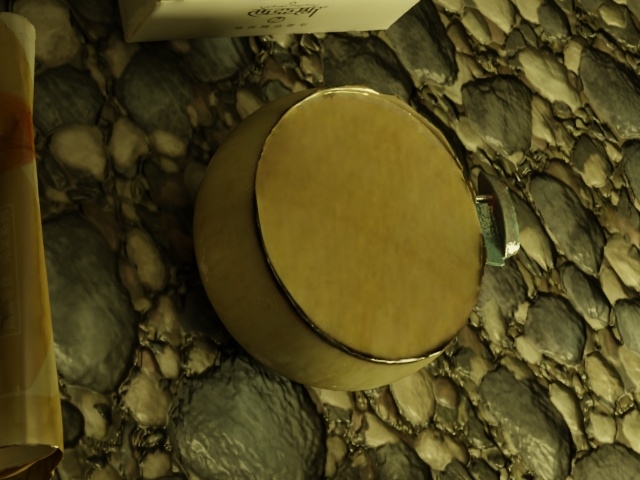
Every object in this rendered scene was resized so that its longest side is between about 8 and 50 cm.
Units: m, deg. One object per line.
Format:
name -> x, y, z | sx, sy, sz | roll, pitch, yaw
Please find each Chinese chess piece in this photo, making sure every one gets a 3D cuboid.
Chinese chess piece -> 0.018, -0.002, 1.526 | 0.257, 0.104, 0.257 | 12, 69, -33

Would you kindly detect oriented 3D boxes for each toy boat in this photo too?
toy boat -> 0.128, -0.018, 1.715 | 0.122, 0.034, 0.096 | -4, 73, -33

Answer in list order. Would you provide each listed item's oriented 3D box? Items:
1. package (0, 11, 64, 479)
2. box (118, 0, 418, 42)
package -> -0.277, 0.026, 1.249 | 0.165, 0.221, 0.311 | 0, 68, -19
box -> -0.052, -0.282, 1.573 | 0.260, 0.111, 0.194 | -7, 79, -23
